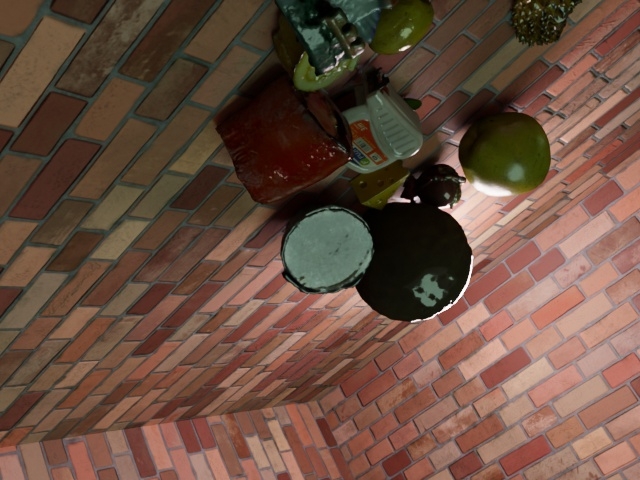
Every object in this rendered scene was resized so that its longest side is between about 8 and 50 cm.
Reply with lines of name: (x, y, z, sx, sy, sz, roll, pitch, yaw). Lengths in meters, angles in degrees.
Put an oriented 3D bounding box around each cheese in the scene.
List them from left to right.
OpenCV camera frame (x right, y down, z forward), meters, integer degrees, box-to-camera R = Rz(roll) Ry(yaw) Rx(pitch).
cheese: (0.200, -0.190, 2.286, 0.171, 0.093, 0.126, -42, 151, 24)

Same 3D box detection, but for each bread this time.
bread: (0.007, -0.453, 1.564, 0.186, 0.124, 0.257, -20, 154, -33)

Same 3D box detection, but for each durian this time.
durian: (0.593, -0.605, 1.880, 0.191, 0.112, 0.341, -23, 157, -15)

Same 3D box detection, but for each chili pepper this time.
chili pepper: (-0.098, -0.232, 1.734, 0.305, 0.229, 0.251, -31, 125, 16)

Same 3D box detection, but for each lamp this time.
lamp: (0.390, -0.180, 2.462, 0.223, 0.151, 0.215, 9, 164, 28)

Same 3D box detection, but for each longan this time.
longan: (0.286, 0.071, 2.434, 0.404, 0.403, 0.436, -2, -173, -44)

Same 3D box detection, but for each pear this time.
pear: (0.166, -0.492, 1.618, 0.162, 0.148, 0.149, -36, 154, 25)
pear: (0.594, -0.272, 2.327, 0.294, 0.294, 0.294, -23, 154, -12)

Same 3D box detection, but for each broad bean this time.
broad bean: (0.191, -0.378, 1.981, 0.227, 0.039, 0.069, 4, 140, -46)

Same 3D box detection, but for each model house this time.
model house: (0.055, -0.508, 1.301, 0.329, 0.251, 0.295, -33, 116, 3)

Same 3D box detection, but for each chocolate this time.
chocolate: (0.000, 0.000, 2.297, 0.303, 0.213, 0.303, -5, 112, -12)

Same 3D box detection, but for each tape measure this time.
tape measure: (0.127, -0.304, 1.896, 0.265, 0.130, 0.258, -24, 142, 28)
